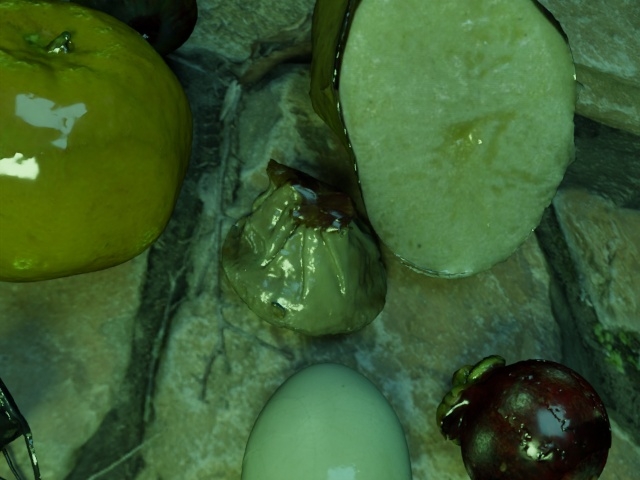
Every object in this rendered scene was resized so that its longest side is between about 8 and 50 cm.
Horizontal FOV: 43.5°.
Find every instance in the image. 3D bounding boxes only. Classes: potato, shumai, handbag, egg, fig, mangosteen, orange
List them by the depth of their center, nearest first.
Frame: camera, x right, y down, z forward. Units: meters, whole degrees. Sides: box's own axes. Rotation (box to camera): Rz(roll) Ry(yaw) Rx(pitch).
[{"bbox_3d":[-0.264,0.163,0.640,0.139,0.115,0.072,51,48,-11],"label":"handbag"},{"bbox_3d":[0.005,0.204,0.711,0.151,0.151,0.209,17,43,-16],"label":"egg"},{"bbox_3d":[-0.256,-0.088,0.729,0.279,0.235,0.279,13,39,-11],"label":"orange"},{"bbox_3d":[0.202,0.191,0.824,0.166,0.166,0.180,-24,41,-37],"label":"mangosteen"},{"bbox_3d":[0.000,0.000,0.871,0.201,0.120,0.201,14,50,-17],"label":"shumai"},{"bbox_3d":[-0.232,-0.322,0.978,0.149,0.149,0.245,5,44,-25],"label":"fig"},{"bbox_3d":[0.129,-0.190,1.019,0.290,0.296,0.397,-24,108,-4],"label":"potato"}]
